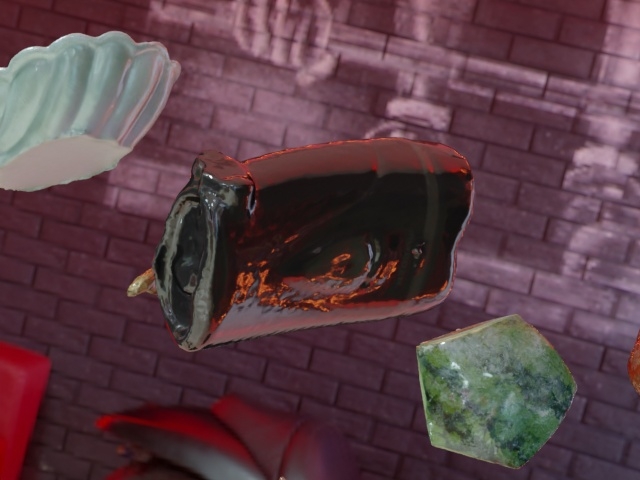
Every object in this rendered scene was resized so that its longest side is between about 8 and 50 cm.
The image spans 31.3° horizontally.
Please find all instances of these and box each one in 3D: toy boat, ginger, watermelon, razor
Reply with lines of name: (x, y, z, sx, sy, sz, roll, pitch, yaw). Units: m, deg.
toy boat: (-0.288, -0.131, 1.266, 0.290, 0.100, 0.199, -18, -21, 26)
ginger: (-0.172, 0.041, 1.219, 0.030, 0.048, 0.097, 49, 48, 1)
watermelon: (0.106, 0.086, 0.686, 0.092, 0.084, 0.072, -5, 10, 4)
razor: (0.000, -0.001, 1.127, 0.349, 0.204, 0.113, -6, 33, -37)

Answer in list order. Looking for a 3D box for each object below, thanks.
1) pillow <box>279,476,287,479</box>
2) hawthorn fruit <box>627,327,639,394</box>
pillow: (-0.033, 0.527, 1.808, 0.084, 0.223, 0.236, -15, 52, -21)
hawthorn fruit: (0.397, 0.128, 1.179, 0.133, 0.132, 0.138, 10, 20, -26)
